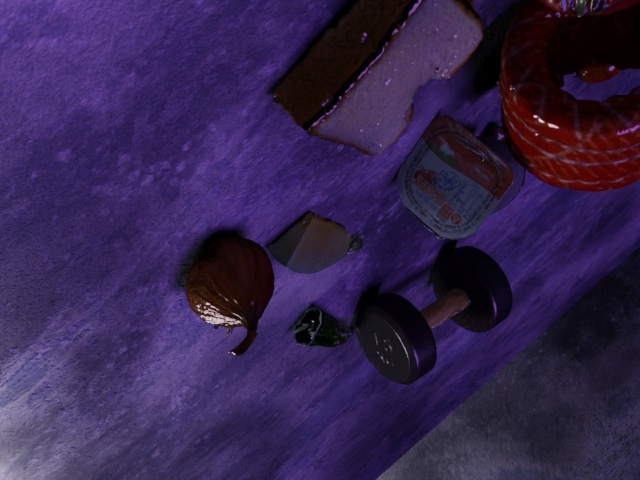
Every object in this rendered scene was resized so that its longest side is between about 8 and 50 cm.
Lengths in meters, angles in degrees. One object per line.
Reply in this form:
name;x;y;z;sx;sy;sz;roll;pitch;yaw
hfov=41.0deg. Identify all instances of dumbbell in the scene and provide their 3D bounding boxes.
dumbbell;0.258;0.166;1.938;0.323;0.204;0.203;-28;151;-28

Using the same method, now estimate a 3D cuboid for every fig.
fig;-0.119;0.089;1.297;0.134;0.201;0.146;4;119;-32

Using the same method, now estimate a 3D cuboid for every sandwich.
sandwich;0.097;-0.252;1.202;0.273;0.095;0.249;-49;153;15

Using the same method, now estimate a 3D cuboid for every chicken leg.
chicken leg;0.384;-0.193;1.744;0.085;0.069;0.198;-27;153;23

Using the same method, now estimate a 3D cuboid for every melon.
melon;0.001;0.000;1.528;0.262;0.053;0.113;-1;114;-59

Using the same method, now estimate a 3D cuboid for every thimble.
thimble;0.460;-0.266;1.427;0.350;0.350;0.230;-39;150;-8

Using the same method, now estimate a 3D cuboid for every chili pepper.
chili pepper;0.024;0.188;1.809;0.088;0.059;0.227;-53;155;9

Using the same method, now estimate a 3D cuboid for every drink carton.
drink carton;0.268;-0.116;1.582;0.190;0.185;0.191;-20;146;-59

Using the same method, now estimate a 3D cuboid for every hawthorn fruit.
hawthorn fruit;0.552;-0.354;1.721;0.093;0.081;0.081;-23;165;30

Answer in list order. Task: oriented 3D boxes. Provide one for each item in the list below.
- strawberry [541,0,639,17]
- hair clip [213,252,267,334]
strawberry;0.374;-0.451;1.161;0.277;0.257;0.257;-53;163;-34
hair clip;-0.141;0.085;1.435;0.049;0.049;0.172;-5;130;-52
